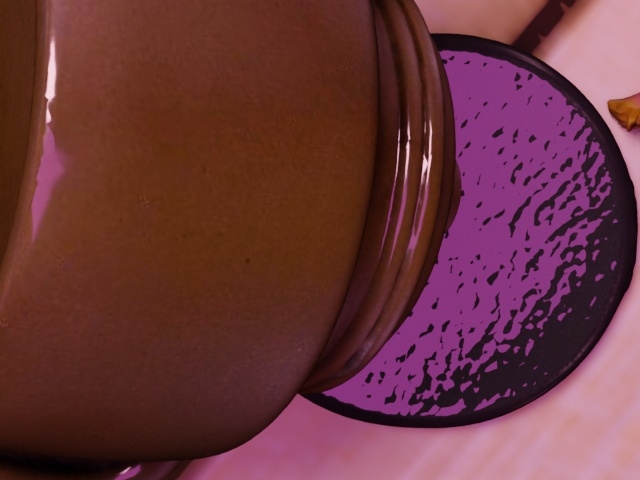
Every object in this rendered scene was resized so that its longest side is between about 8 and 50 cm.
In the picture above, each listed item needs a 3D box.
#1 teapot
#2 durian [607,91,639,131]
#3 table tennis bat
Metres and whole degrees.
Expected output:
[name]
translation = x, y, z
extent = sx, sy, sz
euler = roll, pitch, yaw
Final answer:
[teapot]
translation = -0.041, -0.014, 0.521
extent = 0.175, 0.185, 0.268
euler = 8, 125, -27
[durian]
translation = 0.271, -0.065, 0.564
extent = 0.186, 0.154, 0.260
euler = 26, 113, -33
[table tennis bat]
translation = 0.000, 0.000, 0.617
extent = 0.236, 0.027, 0.150
euler = -2, 104, -1
